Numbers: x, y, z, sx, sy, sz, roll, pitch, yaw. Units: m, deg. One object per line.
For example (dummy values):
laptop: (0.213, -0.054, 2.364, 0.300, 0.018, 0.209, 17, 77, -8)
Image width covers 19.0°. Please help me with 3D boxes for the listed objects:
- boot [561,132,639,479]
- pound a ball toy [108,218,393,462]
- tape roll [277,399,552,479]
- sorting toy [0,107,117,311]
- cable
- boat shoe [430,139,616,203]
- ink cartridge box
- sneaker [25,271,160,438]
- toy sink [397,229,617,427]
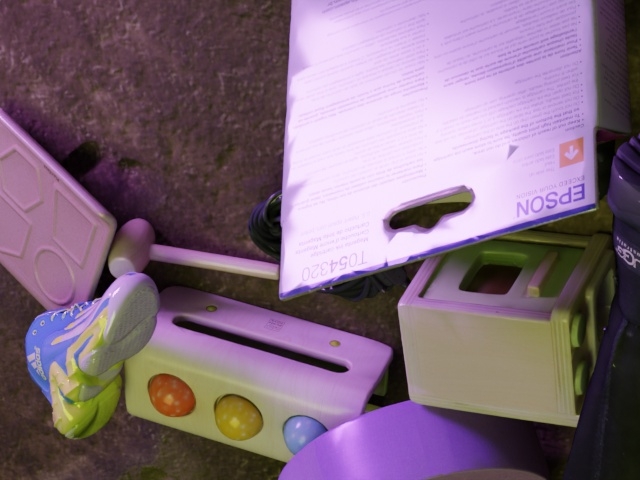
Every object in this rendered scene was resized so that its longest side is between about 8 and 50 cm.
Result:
boot: (0.366, 0.072, 1.636, 0.146, 0.367, 0.445, 41, 143, 42)
pound a ball toy: (-0.090, 0.124, 2.028, 0.319, 0.135, 0.208, 15, 129, 16)
tape roll: (0.098, 0.261, 1.955, 0.275, 0.090, 0.275, -12, 150, -7)
sorting toy: (-0.299, -0.019, 2.069, 0.193, 0.038, 0.208, 43, 138, 21)
cable: (0.000, 0.000, 1.928, 0.151, 0.047, 0.184, 1, 150, 43)
boat shoe: (0.114, -0.119, 1.777, 0.341, 0.127, 0.158, 1, 106, 28)
ink cartridge box: (0.111, -0.123, 1.640, 0.324, 0.330, 0.071, -16, 150, 35)
sneaker: (-0.254, 0.098, 1.999, 0.126, 0.091, 0.240, 45, 130, 22)
toy sink: (0.213, 0.077, 1.829, 0.234, 0.153, 0.131, 7, 125, 24)
